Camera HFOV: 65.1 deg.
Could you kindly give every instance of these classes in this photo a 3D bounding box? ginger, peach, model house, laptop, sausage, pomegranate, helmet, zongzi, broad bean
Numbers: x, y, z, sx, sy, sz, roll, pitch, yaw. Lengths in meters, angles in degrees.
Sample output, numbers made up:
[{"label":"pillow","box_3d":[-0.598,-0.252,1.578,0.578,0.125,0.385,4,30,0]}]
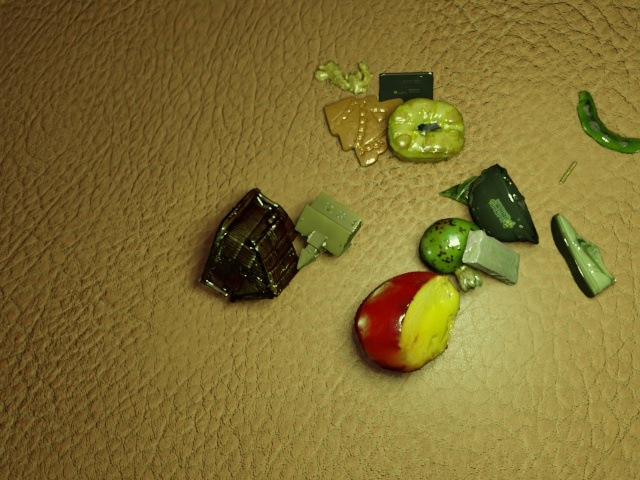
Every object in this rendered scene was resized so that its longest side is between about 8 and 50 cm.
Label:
[{"label":"ginger","box_3d":[0.092,-0.605,1.849,0.193,0.052,0.176,-27,68,1]},{"label":"peach","box_3d":[0.275,0.234,1.500,0.339,0.281,0.281,-26,73,2]},{"label":"model house","box_3d":[0.000,0.000,1.643,0.181,0.176,0.248,35,79,16]},{"label":"laptop","box_3d":[0.310,-0.549,1.817,0.197,0.016,0.135,1,77,10]},{"label":"sausage","box_3d":[0.814,-0.223,1.648,0.015,0.015,0.100,36,84,16]},{"label":"model house","box_3d":[-0.195,0.044,1.677,0.283,0.297,0.317,28,44,6]},{"label":"pomegranate","box_3d":[0.418,0.043,1.555,0.202,0.202,0.247,-21,66,4]},{"label":"helmet","box_3d":[0.557,-0.091,1.567,0.161,0.230,0.278,-24,96,25]},{"label":"zongzi","box_3d":[0.472,-0.182,1.680,0.119,0.055,0.109,25,79,26]},{"label":"broad bean","box_3d":[0.952,-0.374,1.650,0.292,0.049,0.144,37,78,14]}]

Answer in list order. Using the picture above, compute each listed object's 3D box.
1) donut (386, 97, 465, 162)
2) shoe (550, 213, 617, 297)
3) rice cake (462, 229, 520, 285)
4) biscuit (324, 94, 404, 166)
[{"label":"donut","box_3d":[0.351,-0.366,1.685,0.262,0.128,0.208,7,79,-3]},{"label":"shoe","box_3d":[0.802,0.036,1.544,0.098,0.103,0.274,-24,79,2]},{"label":"rice cake","box_3d":[0.521,0.053,1.500,0.050,0.298,0.106,-1,73,44]},{"label":"biscuit","box_3d":[0.148,-0.414,1.787,0.307,0.043,0.283,26,84,13]}]
